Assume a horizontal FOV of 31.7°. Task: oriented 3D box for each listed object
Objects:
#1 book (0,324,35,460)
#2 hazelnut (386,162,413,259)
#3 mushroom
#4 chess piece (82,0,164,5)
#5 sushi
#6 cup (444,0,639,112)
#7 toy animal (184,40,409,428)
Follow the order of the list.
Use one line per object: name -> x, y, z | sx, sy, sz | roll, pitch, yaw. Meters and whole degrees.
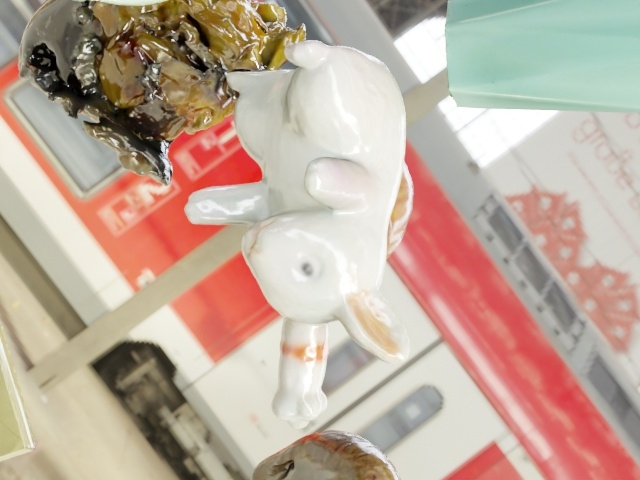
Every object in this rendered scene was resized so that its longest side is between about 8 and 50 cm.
book -> -0.363, 0.103, 1.027 | 0.026, 0.161, 0.230 | 32, 39, -78
hazelnut -> 0.022, -0.043, 1.366 | 0.176, 0.214, 0.214 | 46, -4, 9
mushroom -> -0.013, 0.357, 1.324 | 0.195, 0.283, 0.263 | 52, 20, -45
chess piece -> -0.159, -0.308, 0.870 | 0.175, 0.176, 0.298 | 56, 7, -35
sushi -> -0.146, -0.174, 1.048 | 0.213, 0.204, 0.200 | 29, 13, -43
cup -> 0.232, -0.181, 1.001 | 0.148, 0.236, 0.134 | -47, 135, -67
toy animal -> -0.010, -0.011, 0.831 | 0.138, 0.282, 0.141 | 20, -20, -36
